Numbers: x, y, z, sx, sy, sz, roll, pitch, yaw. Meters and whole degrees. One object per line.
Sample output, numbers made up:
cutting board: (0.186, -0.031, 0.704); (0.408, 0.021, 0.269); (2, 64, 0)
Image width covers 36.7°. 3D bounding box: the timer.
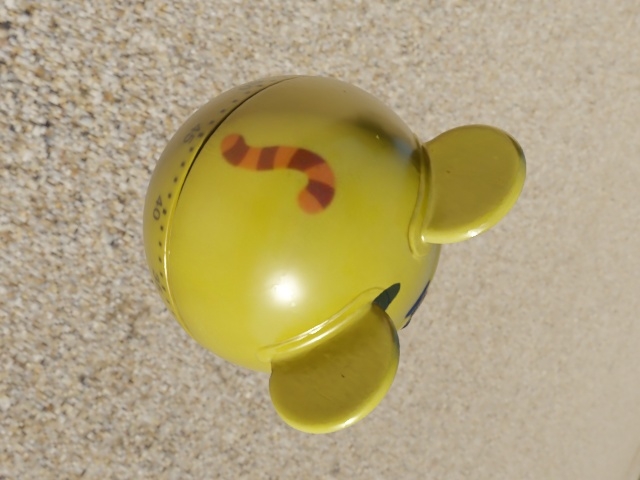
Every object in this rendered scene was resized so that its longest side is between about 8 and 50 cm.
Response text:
timer: (0.000, 0.000, 1.060); (0.376, 0.387, 0.376); (-23, 124, -39)
